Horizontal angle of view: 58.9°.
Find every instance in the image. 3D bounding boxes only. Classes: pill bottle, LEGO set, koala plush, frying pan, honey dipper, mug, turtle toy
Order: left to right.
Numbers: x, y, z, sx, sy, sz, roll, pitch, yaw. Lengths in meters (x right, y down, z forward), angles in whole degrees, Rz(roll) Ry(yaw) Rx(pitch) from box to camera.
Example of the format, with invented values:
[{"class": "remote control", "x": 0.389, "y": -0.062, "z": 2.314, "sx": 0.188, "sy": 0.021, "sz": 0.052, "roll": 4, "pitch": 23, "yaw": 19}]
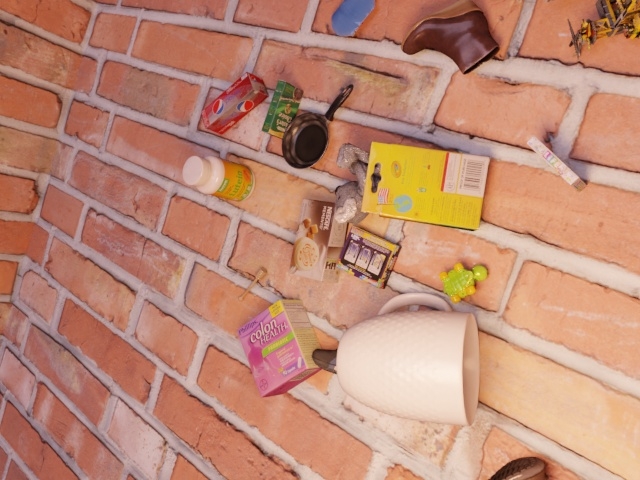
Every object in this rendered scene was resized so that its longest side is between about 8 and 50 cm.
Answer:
[{"class": "pill bottle", "x": -0.359, "y": -0.223, "z": 2.005, "sx": 0.136, "sy": 0.246, "sz": 0.136, "roll": -6, "pitch": 81, "yaw": 35}, {"class": "honey dipper", "x": -0.244, "y": 0.158, "z": 2.006, "sx": 0.160, "sy": 0.030, "sz": 0.030, "roll": -49, "pitch": 59, "yaw": 25}, {"class": "frying pan", "x": -0.019, "y": -0.391, "z": 1.905, "sx": 0.197, "sy": 0.053, "sz": 0.326, "roll": 32, "pitch": 100, "yaw": 34}, {"class": "koala plush", "x": 0.122, "y": -0.145, "z": 1.690, "sx": 0.203, "sy": 0.196, "sz": 0.221, "roll": 29, "pitch": 97, "yaw": 15}, {"class": "mug", "x": 0.235, "y": 0.285, "z": 1.490, "sx": 0.328, "sy": 0.276, "sz": 0.374, "roll": -1, "pitch": 42, "yaw": 24}, {"class": "turtle toy", "x": 0.389, "y": 0.109, "z": 1.530, "sx": 0.130, "sy": 0.066, "sz": 0.095, "roll": -35, "pitch": 65, "yaw": 27}, {"class": "LEGO set", "x": 0.628, "y": -0.617, "z": 1.341, "sx": 0.192, "sy": 0.255, "sz": 0.331, "roll": -14, "pitch": 86, "yaw": 6}]

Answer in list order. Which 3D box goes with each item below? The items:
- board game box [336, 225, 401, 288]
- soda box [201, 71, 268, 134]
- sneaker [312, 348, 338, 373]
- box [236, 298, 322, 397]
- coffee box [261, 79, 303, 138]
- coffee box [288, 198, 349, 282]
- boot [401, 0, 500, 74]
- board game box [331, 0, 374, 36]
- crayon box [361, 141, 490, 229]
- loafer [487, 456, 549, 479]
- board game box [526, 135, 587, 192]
[{"class": "board game box", "x": 0.145, "y": 0.050, "z": 1.727, "sx": 0.170, "sy": 0.048, "sz": 0.141, "roll": 27, "pitch": 97, "yaw": 36}, {"class": "soda box", "x": -0.322, "y": -0.507, "z": 2.113, "sx": 0.263, "sy": 0.092, "sz": 0.083, "roll": -31, "pitch": 67, "yaw": 28}, {"class": "sneaker", "x": 0.109, "y": 0.347, "z": 1.689, "sx": 0.286, "sy": 0.109, "sz": 0.130, "roll": 6, "pitch": 81, "yaw": 27}, {"class": "box", "x": -0.126, "y": 0.347, "z": 1.838, "sx": 0.213, "sy": 0.117, "sz": 0.243, "roll": -36, "pitch": 64, "yaw": 27}, {"class": "coffee box", "x": -0.129, "y": -0.445, "z": 1.955, "sx": 0.040, "sy": 0.113, "sz": 0.184, "roll": 24, "pitch": 96, "yaw": 33}, {"class": "coffee box", "x": 0.000, "y": 0.000, "z": 1.806, "sx": 0.141, "sy": 0.098, "sz": 0.246, "roll": 12, "pitch": 91, "yaw": 36}, {"class": "boot", "x": 0.365, "y": -0.558, "z": 1.626, "sx": 0.248, "sy": 0.090, "sz": 0.207, "roll": -29, "pitch": 65, "yaw": 25}, {"class": "board game box", "x": 0.112, "y": -0.745, "z": 1.873, "sx": 0.168, "sy": 0.033, "sz": 0.133, "roll": -48, "pitch": 55, "yaw": 15}, {"class": "crayon box", "x": 0.282, "y": -0.149, "z": 1.547, "sx": 0.318, "sy": 0.081, "sz": 0.202, "roll": 10, "pitch": 89, "yaw": 5}, {"class": "loafer", "x": 0.435, "y": 0.670, "z": 1.397, "sx": 0.130, "sy": 0.134, "sz": 0.366, "roll": 47, "pitch": 116, "yaw": 19}, {"class": "board game box", "x": 0.587, "y": -0.189, "z": 1.407, "sx": 0.026, "sy": 0.103, "sz": 0.154, "roll": -47, "pitch": 60, "yaw": 21}]
